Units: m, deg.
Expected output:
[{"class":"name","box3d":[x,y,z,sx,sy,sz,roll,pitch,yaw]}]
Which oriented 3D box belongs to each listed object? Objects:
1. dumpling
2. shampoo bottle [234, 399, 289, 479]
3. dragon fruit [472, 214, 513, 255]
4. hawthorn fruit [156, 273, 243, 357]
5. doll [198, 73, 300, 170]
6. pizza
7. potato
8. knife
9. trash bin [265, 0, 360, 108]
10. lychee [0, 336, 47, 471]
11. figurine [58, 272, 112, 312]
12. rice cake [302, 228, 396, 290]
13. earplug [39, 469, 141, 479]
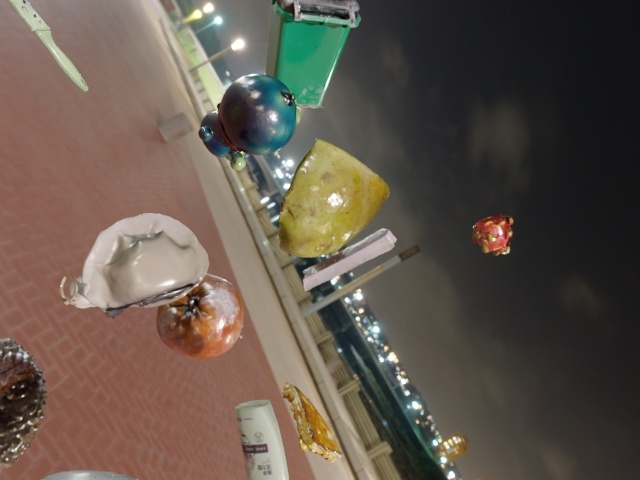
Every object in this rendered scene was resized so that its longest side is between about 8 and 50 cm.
[{"class":"dumpling","box3d":[-0.402,0.060,1.157,0.163,0.293,0.204,38,-45,55]},{"class":"shampoo bottle","box3d":[-0.159,0.656,1.451,0.078,0.134,0.359,-1,78,-62]},{"class":"dragon fruit","box3d":[0.597,-0.017,1.711,0.207,0.133,0.150,57,41,-45]},{"class":"hawthorn fruit","box3d":[-0.330,0.219,1.355,0.235,0.263,0.231,23,37,-1]},{"class":"doll","box3d":[-0.185,-0.302,1.270,0.186,0.322,0.198,-17,85,-55]},{"class":"pizza","box3d":[-0.017,0.354,0.920,0.178,0.041,0.131,55,5,-14]},{"class":"potato","box3d":[0.035,-0.065,1.341,0.213,0.280,0.330,24,-13,15]},{"class":"knife","box3d":[-0.623,-0.465,1.124,0.293,0.020,0.043,61,40,-44]},{"class":"trash bin","box3d":[-0.045,-0.612,1.544,0.381,0.259,0.295,108,-26,-49]},{"class":"lychee","box3d":[-0.680,0.318,0.928,0.300,0.300,0.300,60,-1,2]},{"class":"figurine","box3d":[-0.557,0.117,1.207,0.132,0.132,0.154,60,20,19]},{"class":"rice cake","box3d":[0.092,0.066,1.716,0.072,0.365,0.056,55,10,-38]},{"class":"earplug","box3d":[-0.298,0.466,0.746,0.325,0.175,0.214,39,-48,6]}]
